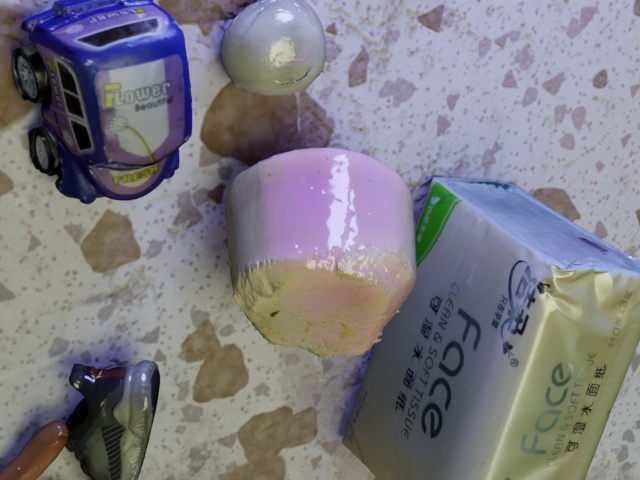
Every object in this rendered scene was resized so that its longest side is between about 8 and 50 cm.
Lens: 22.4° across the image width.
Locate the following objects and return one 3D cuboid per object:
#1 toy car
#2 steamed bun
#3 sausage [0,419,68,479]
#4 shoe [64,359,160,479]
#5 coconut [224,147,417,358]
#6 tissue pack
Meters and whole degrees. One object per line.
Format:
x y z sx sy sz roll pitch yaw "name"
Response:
-0.220 -0.145 1.758 0.172 0.158 0.235 -19 121 -25 "toy car"
-0.047 -0.225 1.878 0.130 0.091 0.113 -15 118 -27 "steamed bun"
-0.366 0.283 1.929 0.186 0.043 0.043 -44 130 7 "sausage"
-0.261 0.229 1.963 0.112 0.099 0.228 15 127 -5 "shoe"
0.000 0.000 1.935 0.233 0.245 0.233 -1 139 -1 "coconut"
0.220 0.159 2.092 0.205 0.332 0.405 7 108 -32 "tissue pack"
